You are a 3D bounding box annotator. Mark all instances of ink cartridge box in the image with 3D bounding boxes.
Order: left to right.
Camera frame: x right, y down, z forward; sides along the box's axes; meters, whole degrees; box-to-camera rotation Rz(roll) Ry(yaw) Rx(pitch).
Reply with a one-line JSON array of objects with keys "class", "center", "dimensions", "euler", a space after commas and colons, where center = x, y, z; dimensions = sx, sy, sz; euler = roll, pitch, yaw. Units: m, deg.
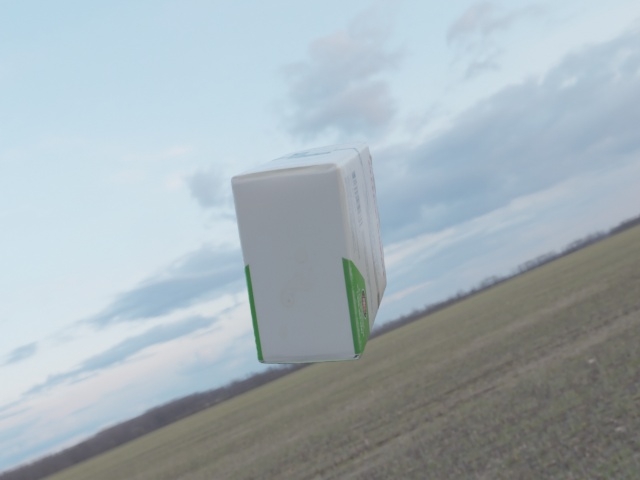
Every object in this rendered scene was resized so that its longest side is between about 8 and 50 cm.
[{"class": "ink cartridge box", "center": [0.000, 0.000, 0.677], "dimensions": [0.087, 0.153, 0.208], "euler": [-6, 10, 11]}]
